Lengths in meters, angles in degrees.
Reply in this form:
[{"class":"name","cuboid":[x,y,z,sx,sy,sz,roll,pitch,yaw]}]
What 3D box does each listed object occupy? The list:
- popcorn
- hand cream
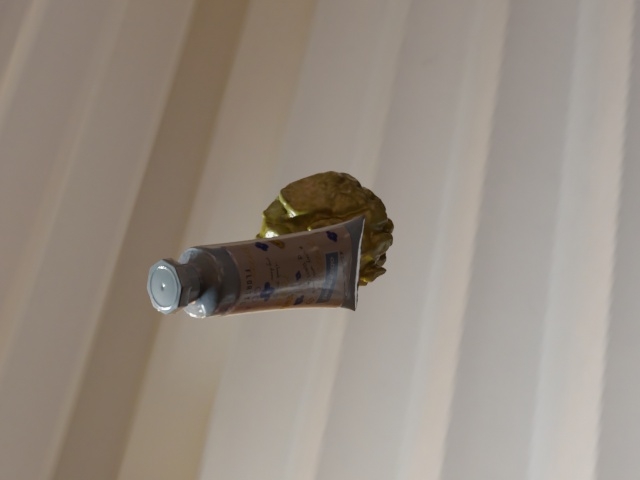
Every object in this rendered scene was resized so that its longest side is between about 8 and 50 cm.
[{"class":"popcorn","cuboid":[0.000,0.000,1.173,0.106,0.120,0.116,-19,-60,-45]},{"class":"hand cream","cuboid":[-0.032,0.021,0.861,0.043,0.170,0.065,15,104,40]}]
